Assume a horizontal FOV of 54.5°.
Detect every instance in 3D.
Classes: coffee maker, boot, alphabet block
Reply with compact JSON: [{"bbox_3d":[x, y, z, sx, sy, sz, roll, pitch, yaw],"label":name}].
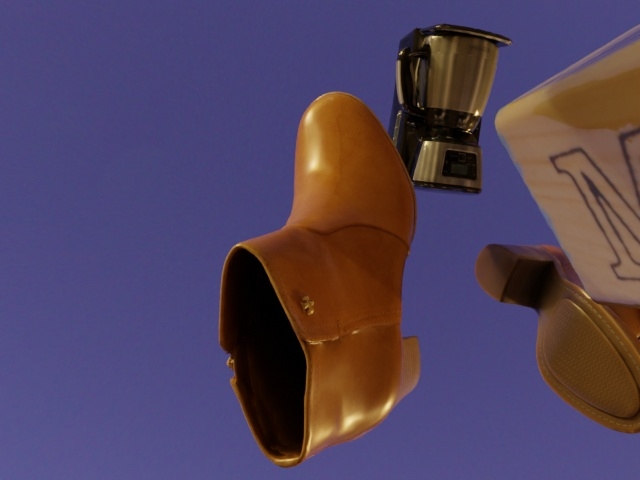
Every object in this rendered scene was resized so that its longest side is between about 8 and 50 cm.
[{"bbox_3d":[0.139,-0.145,0.729,0.120,0.171,0.178,9,-82,4],"label":"coffee maker"},{"bbox_3d":[-0.001,0.001,0.469,0.104,0.211,0.294,-16,-101,26],"label":"boot"},{"bbox_3d":[0.330,0.099,0.702,0.220,0.283,0.108,8,-68,-25],"label":"boot"},{"bbox_3d":[0.280,-0.072,0.443,0.192,0.197,0.193,-33,-86,-9],"label":"alphabet block"}]
